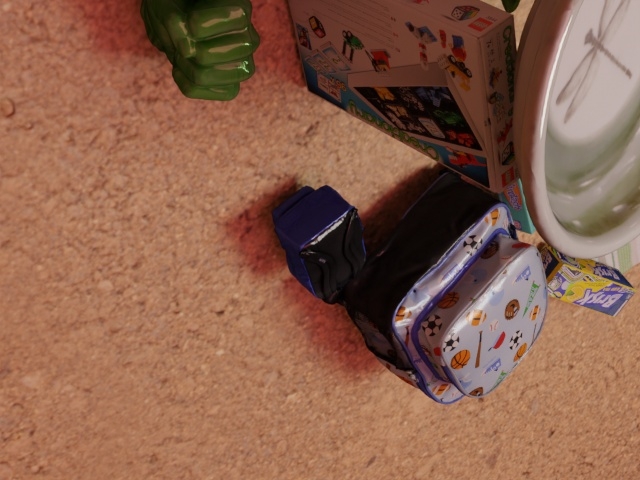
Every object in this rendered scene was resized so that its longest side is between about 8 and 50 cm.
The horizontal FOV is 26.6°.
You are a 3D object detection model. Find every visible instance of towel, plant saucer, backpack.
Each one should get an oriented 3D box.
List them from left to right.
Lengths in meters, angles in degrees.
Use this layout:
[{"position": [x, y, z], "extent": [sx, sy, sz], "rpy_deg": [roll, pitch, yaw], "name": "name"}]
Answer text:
[{"position": [0.000, 0.000, 1.629], "extent": [0.098, 0.101, 0.120], "rpy_deg": [-34, 139, -12], "name": "backpack"}, {"position": [0.173, 0.080, 1.760], "extent": [0.276, 0.213, 0.263], "rpy_deg": [-42, 147, -11], "name": "backpack"}, {"position": [0.447, 0.021, 2.058], "extent": [0.152, 0.023, 0.113], "rpy_deg": [-34, 134, -15], "name": "towel"}, {"position": [0.290, -0.182, 1.329], "extent": [0.400, 0.100, 0.401], "rpy_deg": [-29, 132, -38], "name": "plant saucer"}]

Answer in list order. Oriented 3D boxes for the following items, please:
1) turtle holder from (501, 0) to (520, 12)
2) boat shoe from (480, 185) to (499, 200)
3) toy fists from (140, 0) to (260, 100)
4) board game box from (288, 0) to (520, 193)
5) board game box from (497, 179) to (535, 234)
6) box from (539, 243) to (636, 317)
[{"position": [0.290, -0.412, 1.472], "extent": [0.227, 0.320, 0.243], "rpy_deg": [-11, 143, -7], "name": "turtle holder"}, {"position": [0.230, -0.086, 1.795], "extent": [0.045, 0.050, 0.135], "rpy_deg": [-10, 116, -28], "name": "boat shoe"}, {"position": [-0.126, -0.265, 1.313], "extent": [0.096, 0.142, 0.279], "rpy_deg": [-23, 130, -25], "name": "toy fists"}, {"position": [0.082, -0.191, 1.413], "extent": [0.053, 0.305, 0.193], "rpy_deg": [-36, 136, -24], "name": "board game box"}, {"position": [0.301, -0.136, 1.773], "extent": [0.210, 0.047, 0.160], "rpy_deg": [-49, 140, -26], "name": "board game box"}, {"position": [0.383, 0.060, 1.992], "extent": [0.168, 0.054, 0.059], "rpy_deg": [17, 117, -37], "name": "box"}]
